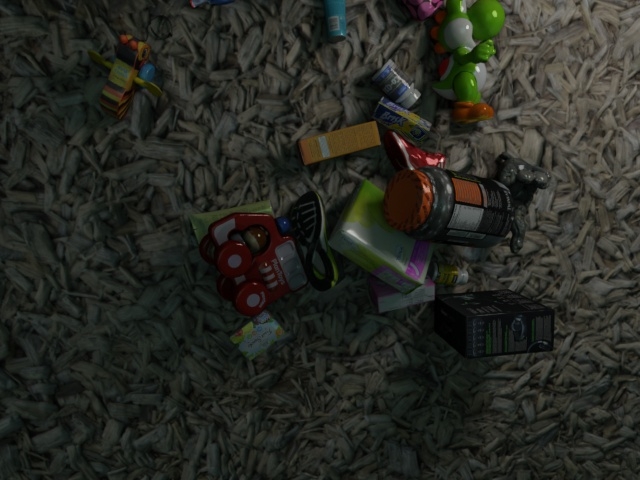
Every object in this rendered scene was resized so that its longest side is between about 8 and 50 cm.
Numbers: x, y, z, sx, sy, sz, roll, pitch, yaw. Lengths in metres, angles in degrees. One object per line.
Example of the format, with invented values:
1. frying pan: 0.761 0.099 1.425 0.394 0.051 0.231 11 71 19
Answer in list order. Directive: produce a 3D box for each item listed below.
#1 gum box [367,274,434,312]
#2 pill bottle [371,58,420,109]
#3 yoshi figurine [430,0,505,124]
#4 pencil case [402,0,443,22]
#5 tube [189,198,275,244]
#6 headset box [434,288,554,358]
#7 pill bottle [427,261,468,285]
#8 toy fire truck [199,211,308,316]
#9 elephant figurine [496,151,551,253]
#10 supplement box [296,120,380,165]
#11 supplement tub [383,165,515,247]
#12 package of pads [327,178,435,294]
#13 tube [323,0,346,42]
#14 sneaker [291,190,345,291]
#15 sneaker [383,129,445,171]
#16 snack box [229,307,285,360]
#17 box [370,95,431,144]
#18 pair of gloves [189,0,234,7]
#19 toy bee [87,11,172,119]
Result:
1. gum box: 0.250 0.146 1.413 0.188 0.107 0.062 -12 121 -6
2. pill bottle: 0.222 -0.452 1.347 0.137 0.078 0.078 42 91 -11
3. yoshi figurine: 0.452 -0.529 1.321 0.203 0.203 0.362 -12 97 -22
4. pencil case: 0.264 -0.734 1.310 0.098 0.095 0.209 -42 105 -28
5. tube: -0.255 -0.063 1.352 0.240 0.062 0.070 -16 65 -1
6. headset box: 0.503 0.245 1.397 0.283 0.246 0.131 -3 98 -8
7. pill bottle: 0.401 0.108 1.457 0.116 0.065 0.065 9 97 -9
8. toy fire truck: -0.182 0.052 1.319 0.254 0.169 0.302 -29 114 -23
9. elephant figurine: 0.580 -0.117 1.413 0.169 0.186 0.239 24 125 23
10. supplement box: 0.052 -0.283 1.348 0.233 0.078 0.080 -18 100 -4
11. supplement tub: 0.357 -0.092 1.290 0.338 0.207 0.207 7 98 -30
12. package of pads: 0.187 -0.005 1.341 0.296 0.101 0.229 34 54 -10
13. tube: 0.039 -0.675 1.308 0.080 0.052 0.207 -5 93 -12
14. sneaker: 0.000 0.000 1.372 0.111 0.121 0.300 -14 83 28
15. sneaker: 0.290 -0.257 1.397 0.128 0.087 0.221 -36 103 -18
16. snack box: -0.192 0.286 1.416 0.141 0.037 0.100 -39 102 -1
17. box: 0.235 -0.350 1.343 0.169 0.059 0.054 29 130 0
18. pair of gloves: -0.310 -0.742 1.262 0.159 0.023 0.198 -21 101 -4
19. toy bee: -0.508 -0.470 1.205 0.195 0.162 0.298 7 97 -7
